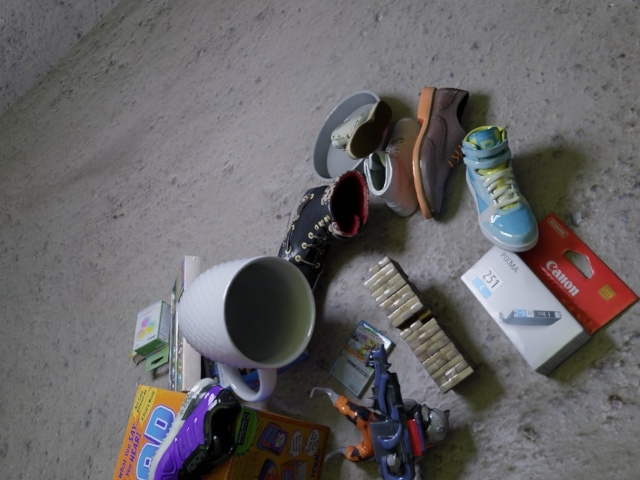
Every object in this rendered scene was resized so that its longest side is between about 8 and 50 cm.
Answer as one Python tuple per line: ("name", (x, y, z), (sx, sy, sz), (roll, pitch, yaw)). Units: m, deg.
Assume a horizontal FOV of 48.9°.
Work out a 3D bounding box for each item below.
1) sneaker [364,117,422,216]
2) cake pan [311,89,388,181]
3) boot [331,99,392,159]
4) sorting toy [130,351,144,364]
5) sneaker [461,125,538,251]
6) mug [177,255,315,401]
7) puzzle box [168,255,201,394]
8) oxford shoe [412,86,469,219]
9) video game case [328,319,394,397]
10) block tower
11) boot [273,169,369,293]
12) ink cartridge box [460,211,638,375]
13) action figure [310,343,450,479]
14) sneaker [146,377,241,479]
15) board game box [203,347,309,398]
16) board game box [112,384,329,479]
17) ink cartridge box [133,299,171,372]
("sneaker", (0.200, -0.228, 1.883), (0.108, 0.169, 0.292), (-12, 62, 35))
("cake pan", (0.088, -0.293, 2.033), (0.293, 0.054, 0.293), (-32, 46, 39))
("boot", (0.088, -0.270, 1.870), (0.165, 0.077, 0.213), (-19, 32, 47))
("sorting toy", (-0.590, 0.353, 2.317), (0.083, 0.045, 0.075), (-36, 33, 19))
("sneaker", (0.404, -0.136, 1.622), (0.127, 0.208, 0.319), (-19, 46, 2))
("mug", (-0.208, 0.235, 1.825), (0.328, 0.276, 0.374), (-10, 94, 51))
("puzzle box", (-0.404, 0.283, 2.093), (0.272, 0.052, 0.409), (127, 144, -56))
("oxford shoe", (0.318, -0.232, 1.826), (0.133, 0.130, 0.363), (2, 79, 20))
("video game case", (0.103, 0.303, 1.817), (0.119, 0.015, 0.166), (34, 92, 42))
("block tower", (0.233, 0.198, 1.662), (0.091, 0.097, 0.335), (-40, 66, 12))
("boot", (0.000, 0.000, 1.889), (0.284, 0.138, 0.377), (-26, 44, 60))
("ink cartridge box", (0.497, 0.104, 1.572), (0.261, 0.066, 0.296), (-45, 50, 14))
("action figure", (0.145, 0.396, 1.643), (0.330, 0.178, 0.341), (-2, 93, 32))
("sneaker", (-0.257, 0.450, 1.494), (0.146, 0.102, 0.293), (16, 80, 38))
("board game box", (-0.207, 0.259, 2.027), (0.302, 0.086, 0.308), (-32, 54, 22))
("board game box", (-0.250, 0.583, 1.731), (0.356, 0.356, 0.356), (0, 70, 37))
("ink cartridge box", (-0.535, 0.304, 2.246), (0.109, 0.062, 0.209), (-28, 43, 25))
